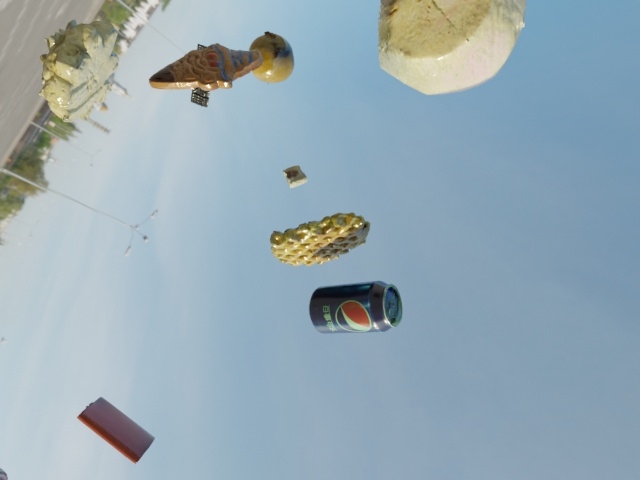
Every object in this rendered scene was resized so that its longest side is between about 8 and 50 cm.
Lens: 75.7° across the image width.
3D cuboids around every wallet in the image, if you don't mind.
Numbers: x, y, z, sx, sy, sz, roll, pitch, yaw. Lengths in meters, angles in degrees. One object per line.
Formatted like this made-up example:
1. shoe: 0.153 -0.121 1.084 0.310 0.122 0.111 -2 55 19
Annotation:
1. wallet: -0.566 0.526 1.146 0.045 0.204 0.142 -51 -177 -8

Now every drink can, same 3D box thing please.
1. drink can: 0.079 0.156 0.956 0.205 0.118 0.118 -11 -125 32

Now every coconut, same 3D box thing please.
1. coconut: 0.188 -0.327 0.599 0.197 0.237 0.236 0 -119 26

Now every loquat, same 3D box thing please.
1. loquat: -0.154 -0.569 1.297 0.137 0.163 0.163 26 -97 22

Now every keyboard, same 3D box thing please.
1. keyboard: -0.366 -0.507 1.284 0.018 0.060 0.195 -85 -165 -46

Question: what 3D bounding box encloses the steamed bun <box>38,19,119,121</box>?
1. steamed bun: -0.670 -0.477 1.121 0.292 0.137 0.295 -58 -167 10

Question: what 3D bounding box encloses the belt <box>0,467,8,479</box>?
1. belt: -0.416 0.287 0.431 0.201 0.124 0.128 -53 -178 37

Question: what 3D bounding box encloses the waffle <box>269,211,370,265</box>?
1. waffle: 0.000 0.002 0.983 0.245 0.254 0.052 -15 -109 4

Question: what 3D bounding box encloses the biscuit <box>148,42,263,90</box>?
1. biscuit: -0.273 -0.419 0.993 0.280 0.043 0.183 -18 -127 -17

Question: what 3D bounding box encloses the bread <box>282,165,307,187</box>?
1. bread: -0.090 -0.230 1.469 0.070 0.035 0.083 -20 -125 -9
